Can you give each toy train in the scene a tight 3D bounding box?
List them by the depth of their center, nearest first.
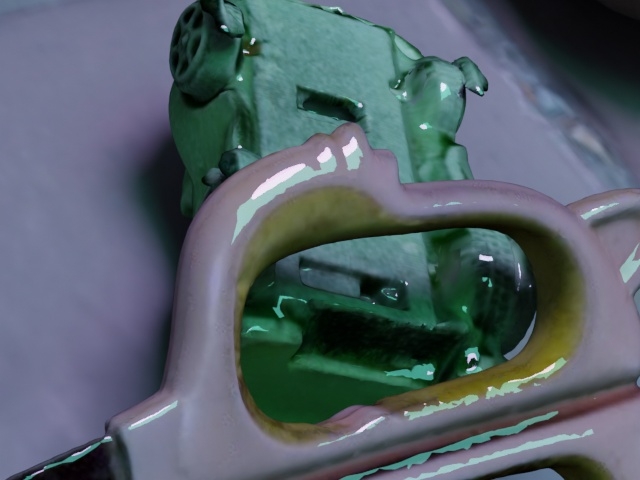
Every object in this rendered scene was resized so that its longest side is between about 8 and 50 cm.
[{"bbox_3d":[0.000,0.000,0.509,0.099,0.081,0.149,11,43,-25],"label":"toy train"}]

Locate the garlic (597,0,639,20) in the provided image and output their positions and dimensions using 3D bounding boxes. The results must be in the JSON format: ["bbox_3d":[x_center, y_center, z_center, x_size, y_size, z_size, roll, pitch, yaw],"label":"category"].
[{"bbox_3d":[0.136,-0.150,0.669,0.214,0.191,0.160,-17,69,0],"label":"garlic"}]

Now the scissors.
[{"bbox_3d":[-0.041,0.065,0.418,0.317,0.024,0.160,-13,98,-27],"label":"scissors"}]
